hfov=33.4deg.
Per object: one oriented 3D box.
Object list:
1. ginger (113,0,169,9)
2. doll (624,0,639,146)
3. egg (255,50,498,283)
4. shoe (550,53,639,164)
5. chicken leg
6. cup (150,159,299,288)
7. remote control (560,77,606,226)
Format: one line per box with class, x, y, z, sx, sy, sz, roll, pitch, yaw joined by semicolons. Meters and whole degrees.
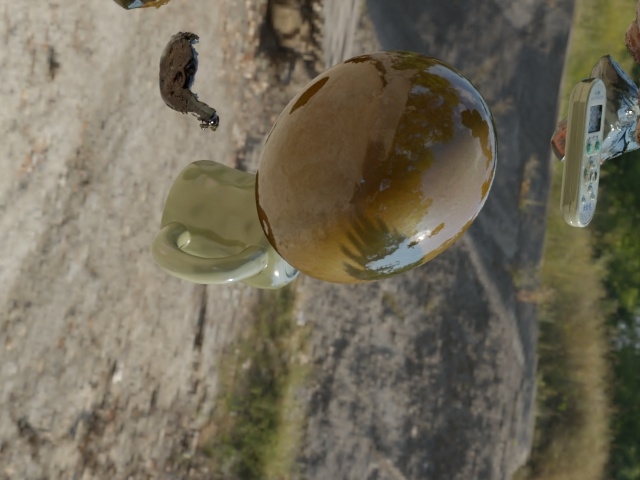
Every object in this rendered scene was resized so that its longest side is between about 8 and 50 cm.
ginger;-0.269;-0.501;1.695;0.223;0.200;0.269;56;14;-37
doll;0.448;-0.191;1.329;0.156;0.201;0.303;-54;145;2
egg;0.068;-0.091;1.398;0.351;0.282;0.282;-42;-164;34
shoe;0.496;-0.218;1.954;0.132;0.171;0.336;58;7;19
chicken leg;-0.244;-0.283;1.950;0.051;0.106;0.253;27;33;-48
cup;-0.135;-0.024;1.627;0.255;0.202;0.173;1;105;-73
remote control;0.387;-0.130;1.577;0.078;0.042;0.221;-15;110;-52
